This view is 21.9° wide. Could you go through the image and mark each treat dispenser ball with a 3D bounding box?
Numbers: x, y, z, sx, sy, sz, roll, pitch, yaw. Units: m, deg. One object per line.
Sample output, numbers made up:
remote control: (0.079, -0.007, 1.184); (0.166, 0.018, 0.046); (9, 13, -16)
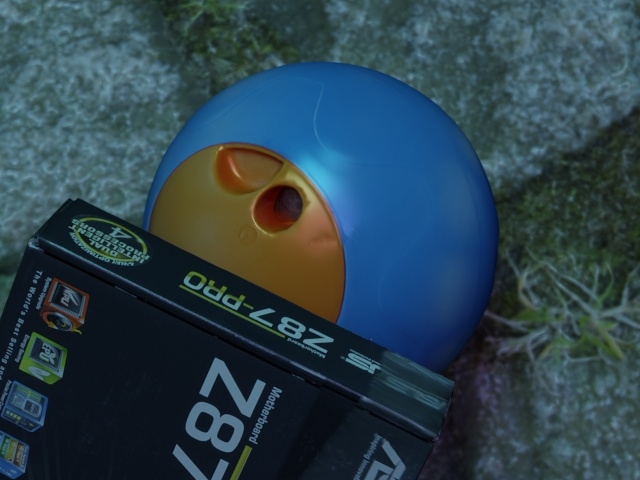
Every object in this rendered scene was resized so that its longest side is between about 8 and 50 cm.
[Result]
treat dispenser ball: (0.000, 0.000, 1.338); (0.288, 0.288, 0.288); (1, 73, -5)

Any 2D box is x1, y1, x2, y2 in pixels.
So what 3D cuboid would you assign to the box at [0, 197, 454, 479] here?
box: (-0.123, 0.208, 1.246); (0.318, 0.097, 0.395); (26, 115, 1)
